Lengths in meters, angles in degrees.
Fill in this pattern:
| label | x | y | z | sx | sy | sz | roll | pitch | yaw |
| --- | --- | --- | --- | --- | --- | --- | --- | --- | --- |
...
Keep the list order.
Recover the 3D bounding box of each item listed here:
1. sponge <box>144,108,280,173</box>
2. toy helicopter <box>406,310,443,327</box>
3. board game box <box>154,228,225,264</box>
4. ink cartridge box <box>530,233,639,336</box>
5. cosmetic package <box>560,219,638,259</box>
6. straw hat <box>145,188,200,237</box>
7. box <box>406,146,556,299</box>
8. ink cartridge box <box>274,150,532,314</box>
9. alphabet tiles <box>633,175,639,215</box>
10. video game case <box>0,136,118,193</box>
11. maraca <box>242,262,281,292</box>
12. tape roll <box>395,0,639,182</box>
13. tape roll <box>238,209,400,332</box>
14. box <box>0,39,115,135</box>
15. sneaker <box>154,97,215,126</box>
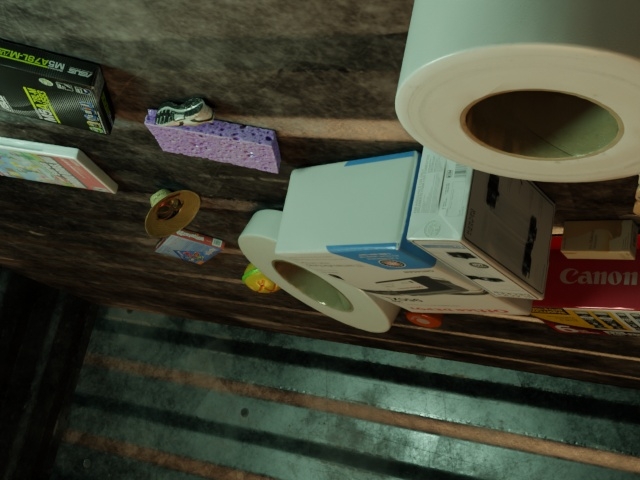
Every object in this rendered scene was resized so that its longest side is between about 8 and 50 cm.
| label | x | y | z | sx | sy | sz | roll | pitch | yaw |
| --- | --- | --- | --- | --- | --- | --- | --- | --- | --- |
| sponge | -0.173 | -0.163 | 1.199 | 0.210 | 0.031 | 0.117 | 11 | 165 | 4 |
| toy helicopter | 0.122 | 0.099 | 1.729 | 0.235 | 0.140 | 0.355 | 32 | 155 | -34 |
| board game box | -0.367 | 0.017 | 2.023 | 0.145 | 0.027 | 0.281 | 19 | 164 | -18 |
| ink cartridge box | 0.548 | 0.090 | 1.375 | 0.309 | 0.130 | 0.271 | -2 | 158 | 44 |
| cosmetic package | 0.472 | -0.001 | 1.234 | 0.115 | 0.060 | 0.041 | -2 | 159 | 37 |
| straw hat | -0.333 | -0.077 | 1.570 | 0.061 | 0.144 | 0.144 | 48 | 179 | 23 |
| box | 0.252 | -0.029 | 1.096 | 0.087 | 0.169 | 0.290 | -1 | 161 | 40 |
| ink cartridge box | 0.165 | 0.006 | 1.291 | 0.285 | 0.166 | 0.394 | -3 | 159 | 46 |
| alphabet tiles | 0.585 | -0.060 | 1.003 | 0.277 | 0.021 | 0.284 | 6 | 164 | 21 |
| video game case | -0.600 | -0.164 | 1.546 | 0.285 | 0.025 | 0.204 | 10 | 165 | 10 |
| maraca | -0.120 | 0.084 | 1.952 | 0.185 | 0.099 | 0.127 | -16 | 164 | 4 |
| tape roll | 0.196 | -0.170 | 0.616 | 0.246 | 0.169 | 0.246 | 12 | 165 | 3 |
| tape roll | -0.001 | 0.072 | 1.596 | 0.392 | 0.072 | 0.392 | 29 | 163 | 10 |
| box | -0.419 | -0.232 | 1.116 | 0.184 | 0.045 | 0.191 | 11 | 165 | -6 |
| sneaker | -0.209 | -0.189 | 1.116 | 0.109 | 0.040 | 0.043 | 2 | 164 | 35 |
